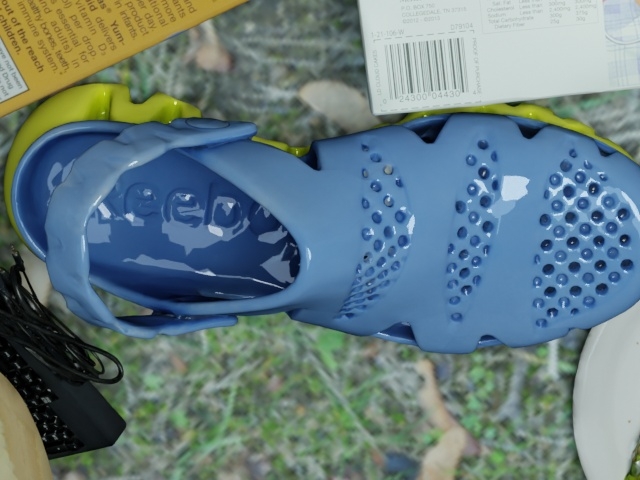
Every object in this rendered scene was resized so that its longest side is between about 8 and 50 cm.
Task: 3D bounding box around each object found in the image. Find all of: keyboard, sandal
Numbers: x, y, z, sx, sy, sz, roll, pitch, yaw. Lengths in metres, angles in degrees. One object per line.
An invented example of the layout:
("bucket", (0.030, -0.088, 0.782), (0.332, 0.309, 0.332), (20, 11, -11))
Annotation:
("keyboard", (-0.171, 0.043, 0.948), (0.100, 0.038, 0.192), (-20, 123, 32))
("sandal", (0.000, 0.000, 0.907), (0.317, 0.138, 0.126), (0, 104, 5))

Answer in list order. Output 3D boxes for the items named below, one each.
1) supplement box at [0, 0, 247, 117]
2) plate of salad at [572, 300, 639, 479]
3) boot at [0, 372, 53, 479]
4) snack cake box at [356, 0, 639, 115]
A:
("supplement box", (-0.106, -0.118, 0.915), (0.233, 0.078, 0.080), (-25, 102, 14))
("plate of salad", (0.221, 0.085, 0.949), (0.199, 0.048, 0.200), (2, 106, 7))
("boot", (-0.257, 0.077, 0.961), (0.211, 0.104, 0.295), (-2, 122, 43))
("snack cake box", (0.145, -0.147, 0.871), (0.264, 0.089, 0.152), (-5, 103, 8))
